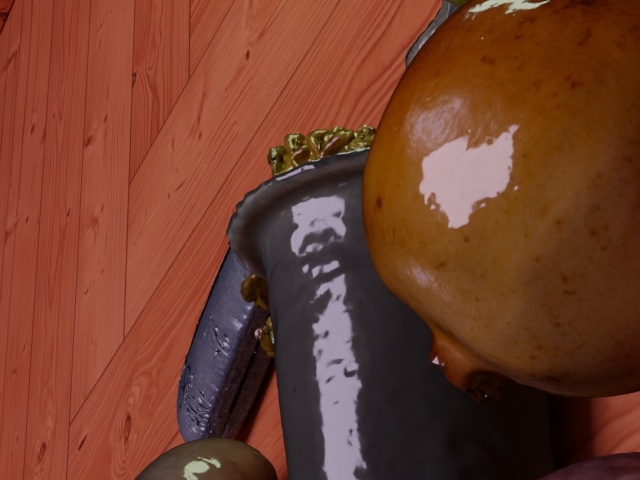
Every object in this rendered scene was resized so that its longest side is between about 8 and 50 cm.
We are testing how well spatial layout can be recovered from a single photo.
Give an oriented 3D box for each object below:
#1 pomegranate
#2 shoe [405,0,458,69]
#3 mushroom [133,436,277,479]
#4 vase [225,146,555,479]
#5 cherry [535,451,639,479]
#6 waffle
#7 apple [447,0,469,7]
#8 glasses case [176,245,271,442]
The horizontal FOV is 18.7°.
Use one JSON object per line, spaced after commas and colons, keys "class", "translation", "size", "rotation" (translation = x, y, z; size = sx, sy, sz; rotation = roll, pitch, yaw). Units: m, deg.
{"class": "pomegranate", "translation": [0.150, -0.023, 1.139], "size": [0.264, 0.264, 0.264], "rotation": [-168, 90, -70]}
{"class": "shoe", "translation": [0.131, -0.172, 1.558], "size": [0.194, 0.074, 0.077], "rotation": [118, 143, -45]}
{"class": "mushroom", "translation": [-0.107, 0.293, 1.797], "size": [0.226, 0.178, 0.226], "rotation": [14, -90, -73]}
{"class": "vase", "translation": [0.057, 0.110, 1.366], "size": [0.245, 0.245, 0.291], "rotation": [134, 139, -56]}
{"class": "cherry", "translation": [0.163, 0.251, 1.007], "size": [0.261, 0.221, 0.307], "rotation": [-101, 11, -52]}
{"class": "waffle", "translation": [0.000, 0.000, 1.792], "size": [0.231, 0.051, 0.229], "rotation": [-5, 69, 57]}
{"class": "apple", "translation": [0.137, -0.229, 1.313], "size": [0.226, 0.246, 0.246], "rotation": [-119, 44, -76]}
{"class": "glasses case", "translation": [-0.084, 0.094, 1.989], "size": [0.282, 0.067, 0.109], "rotation": [-69, 28, 25]}
